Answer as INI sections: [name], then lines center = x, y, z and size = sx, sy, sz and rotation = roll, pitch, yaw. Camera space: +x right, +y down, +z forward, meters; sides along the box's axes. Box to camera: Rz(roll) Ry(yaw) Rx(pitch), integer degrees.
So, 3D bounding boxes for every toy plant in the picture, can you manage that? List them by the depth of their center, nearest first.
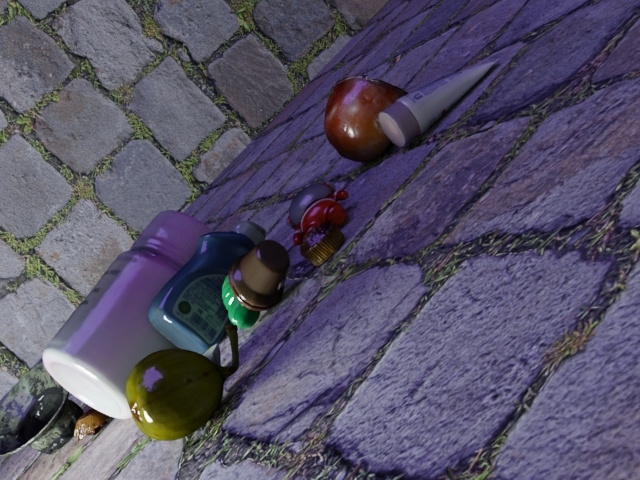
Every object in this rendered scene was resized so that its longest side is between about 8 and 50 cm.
[toy plant]
center = -0.124, 0.090, 1.770
size = 0.143, 0.105, 0.200
rotation = -89, 24, -47

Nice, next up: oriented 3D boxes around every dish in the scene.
[dish]
center = -0.193, 0.229, 1.655
size = 0.091, 0.039, 0.137
rotation = -42, 11, 29

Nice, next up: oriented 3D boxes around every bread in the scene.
[bread]
center = 0.000, 0.000, 1.760
size = 0.085, 0.053, 0.085
rotation = -41, 13, 12

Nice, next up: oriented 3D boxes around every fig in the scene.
[fig]
center = -0.210, 0.230, 1.530
size = 0.186, 0.148, 0.142
rotation = -4, -33, -39

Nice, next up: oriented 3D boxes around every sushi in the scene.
[sushi]
center = -0.462, 0.371, 2.015
size = 0.050, 0.047, 0.099
rotation = -10, 17, 48

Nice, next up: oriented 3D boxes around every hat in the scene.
[hat]
center = -0.599, 0.395, 2.169
size = 0.265, 0.128, 0.265
rotation = -33, 30, 21

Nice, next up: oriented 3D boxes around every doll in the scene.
[doll]
center = -0.011, -0.057, 1.939
size = 0.142, 0.076, 0.245
rotation = -42, 16, 1

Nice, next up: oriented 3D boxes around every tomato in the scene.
[tomato]
center = 0.092, -0.243, 2.073
size = 0.155, 0.181, 0.214
rotation = -64, 8, -8

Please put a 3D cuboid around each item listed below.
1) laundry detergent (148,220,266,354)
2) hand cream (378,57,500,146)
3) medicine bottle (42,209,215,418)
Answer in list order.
[laundry detergent]
center = -0.203, 0.073, 1.896
size = 0.094, 0.143, 0.290
rotation = -26, 28, 54
[hand cream]
center = 0.232, -0.283, 1.945
size = 0.248, 0.083, 0.133
rotation = -35, 12, -12
[medicine bottle]
center = -0.353, 0.141, 1.959
size = 0.219, 0.219, 0.388
rotation = -23, 30, 57
